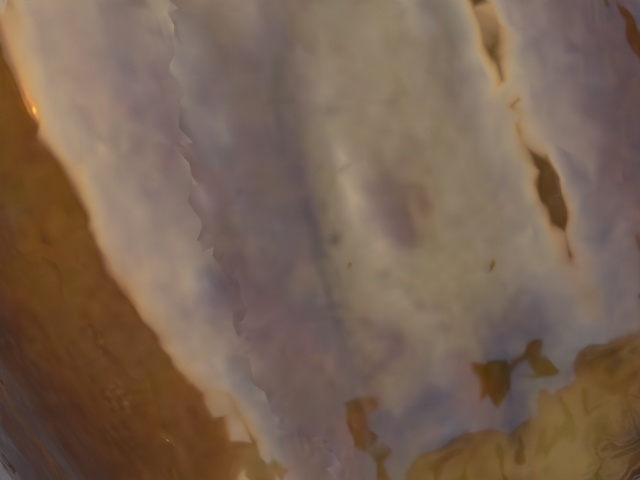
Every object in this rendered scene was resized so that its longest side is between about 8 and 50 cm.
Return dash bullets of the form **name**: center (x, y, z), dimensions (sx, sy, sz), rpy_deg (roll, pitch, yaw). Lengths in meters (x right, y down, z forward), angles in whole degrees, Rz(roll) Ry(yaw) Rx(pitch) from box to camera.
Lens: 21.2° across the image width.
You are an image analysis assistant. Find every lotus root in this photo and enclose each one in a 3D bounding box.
- **lotus root**: center (0.000, 0.000, 0.613), dimensions (0.250, 0.316, 0.316), rpy_deg (69, 15, 8)
